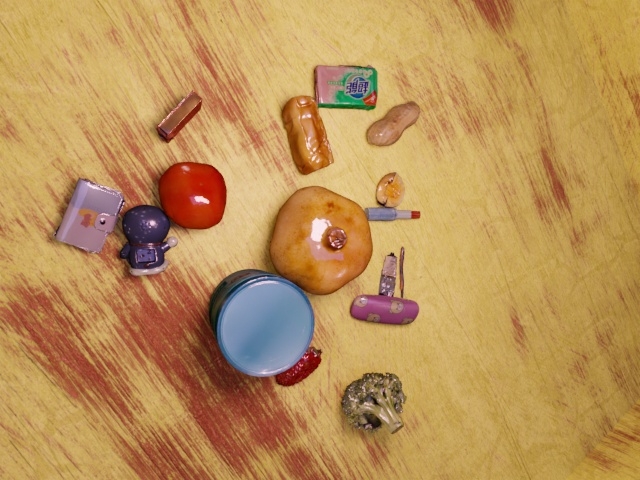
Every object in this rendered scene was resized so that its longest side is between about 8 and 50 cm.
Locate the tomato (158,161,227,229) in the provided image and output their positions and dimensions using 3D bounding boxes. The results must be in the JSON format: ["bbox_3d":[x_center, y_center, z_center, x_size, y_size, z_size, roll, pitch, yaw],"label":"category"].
[{"bbox_3d":[-0.449,-0.165,1.475,0.259,0.180,0.260,13,63,-26],"label":"tomato"}]

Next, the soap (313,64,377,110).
[{"bbox_3d":[0.100,-0.631,1.726,0.273,0.098,0.218,-3,99,-18],"label":"soap"}]

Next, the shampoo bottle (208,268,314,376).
[{"bbox_3d":[-0.228,0.277,1.501,0.330,0.342,0.332,-1,92,-20],"label":"shampoo bottle"}]

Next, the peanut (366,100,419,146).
[{"bbox_3d":[0.323,-0.506,1.798,0.290,0.130,0.130,-42,105,-14],"label":"peanut"}]

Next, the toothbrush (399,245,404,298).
[{"bbox_3d":[0.371,0.187,1.890,0.031,0.023,0.321,4,91,-23],"label":"toothbrush"}]

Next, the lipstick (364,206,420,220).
[{"bbox_3d":[0.329,-0.117,1.840,0.273,0.068,0.061,0,91,-19],"label":"lipstick"}]

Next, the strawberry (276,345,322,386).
[{"bbox_3d":[-0.081,0.525,1.699,0.167,0.087,0.208,28,84,-20],"label":"strawberry"}]

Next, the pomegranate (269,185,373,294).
[{"bbox_3d":[0.000,0.000,1.559,0.416,0.416,0.417,-1,92,-20],"label":"pomegranate"}]

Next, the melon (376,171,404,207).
[{"bbox_3d":[0.310,-0.212,1.833,0.128,0.079,0.160,24,80,-37],"label":"melon"}]

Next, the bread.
[{"bbox_3d":[-0.054,-0.417,1.636,0.132,0.166,0.295,-21,99,-19],"label":"bread"}]

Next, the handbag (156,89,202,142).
[{"bbox_3d":[-0.508,-0.441,1.489,0.062,0.127,0.190,42,77,-15],"label":"handbag"}]

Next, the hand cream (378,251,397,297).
[{"bbox_3d":[0.306,0.175,1.860,0.075,0.052,0.248,8,96,5],"label":"hand cream"}]

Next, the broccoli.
[{"bbox_3d":[0.233,0.694,1.757,0.288,0.235,0.260,-31,77,-13],"label":"broccoli"}]

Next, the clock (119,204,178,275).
[{"bbox_3d":[-0.610,-0.005,1.460,0.199,0.146,0.244,-2,100,-15],"label":"clock"}]

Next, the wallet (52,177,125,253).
[{"bbox_3d":[-0.792,-0.084,1.426,0.170,0.069,0.231,24,86,-37],"label":"wallet"}]

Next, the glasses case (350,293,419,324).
[{"bbox_3d":[0.285,0.305,1.816,0.316,0.076,0.123,9,116,-15],"label":"glasses case"}]
